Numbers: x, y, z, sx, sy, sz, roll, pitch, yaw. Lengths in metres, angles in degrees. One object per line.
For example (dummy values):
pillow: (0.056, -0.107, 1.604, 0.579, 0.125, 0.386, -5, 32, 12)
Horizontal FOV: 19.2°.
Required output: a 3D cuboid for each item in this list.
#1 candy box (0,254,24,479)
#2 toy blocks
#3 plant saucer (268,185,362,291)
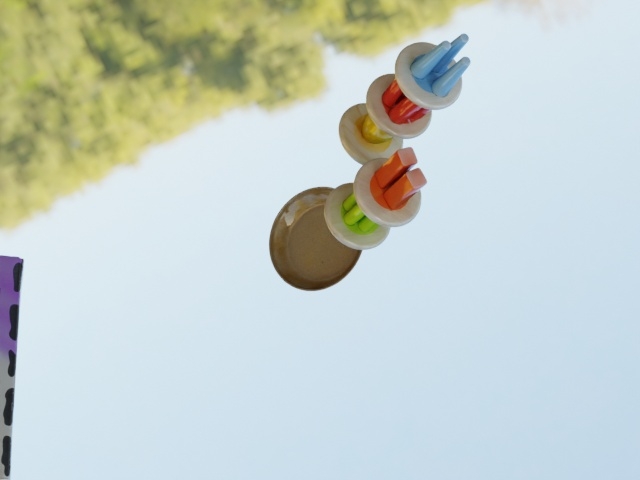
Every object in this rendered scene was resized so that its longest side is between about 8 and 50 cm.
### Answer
candy box: (-0.292, 0.100, 1.304, 0.165, 0.070, 0.196, 4, -132, -9)
toy blocks: (0.060, -0.073, 1.330, 0.148, 0.054, 0.123, 136, -33, -58)
plant saucer: (0.000, 0.000, 1.467, 0.083, 0.083, 0.015, -20, 158, 22)
